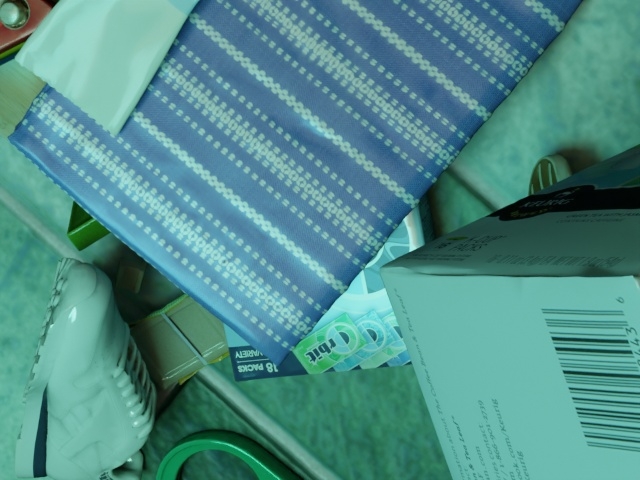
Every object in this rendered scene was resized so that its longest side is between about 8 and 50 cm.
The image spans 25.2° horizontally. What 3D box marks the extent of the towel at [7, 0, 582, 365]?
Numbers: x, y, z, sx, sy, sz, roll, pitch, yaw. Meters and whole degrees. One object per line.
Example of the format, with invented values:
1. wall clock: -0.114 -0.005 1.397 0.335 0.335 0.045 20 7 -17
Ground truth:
1. towel: -0.014 -0.121 0.926 0.243 0.040 0.336 40 97 1

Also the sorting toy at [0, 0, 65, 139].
1. sorting toy: -0.235 -0.226 0.957 0.257 0.089 0.255 37 107 6

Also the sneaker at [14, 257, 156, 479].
1. sneaker: -0.160 0.098 1.020 0.095 0.090 0.235 15 141 -3

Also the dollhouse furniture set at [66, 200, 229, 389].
1. dollhouse furniture set: -0.128 0.032 1.052 0.076 0.058 0.151 -31 114 15

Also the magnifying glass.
1. magnifying glass: -0.013 0.204 1.069 0.231 0.026 0.092 14 109 14

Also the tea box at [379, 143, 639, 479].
1. tea box: 0.260 0.106 0.771 0.220 0.323 0.329 -2 111 60

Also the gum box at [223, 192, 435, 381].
1. gum box: 0.000 0.000 0.994 0.157 0.041 0.184 -8 102 17

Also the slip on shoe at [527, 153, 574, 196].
1. slip on shoe: 0.173 0.007 0.948 0.041 0.051 0.135 -15 94 -20

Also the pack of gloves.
1. pack of gloves: -0.143 -0.208 0.865 0.195 0.046 0.232 38 107 0
